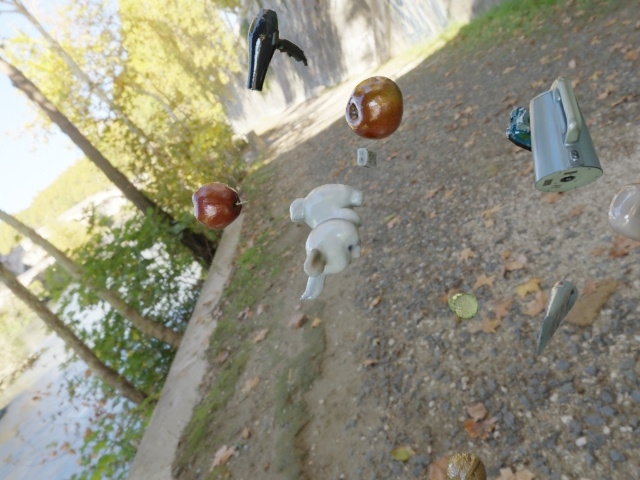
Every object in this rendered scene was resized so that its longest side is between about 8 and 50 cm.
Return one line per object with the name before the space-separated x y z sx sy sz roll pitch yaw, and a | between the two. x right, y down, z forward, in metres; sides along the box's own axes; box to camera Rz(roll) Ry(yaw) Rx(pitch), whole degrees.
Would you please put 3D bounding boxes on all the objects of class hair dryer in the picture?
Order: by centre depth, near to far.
hair dryer | -0.114 -0.554 1.574 0.091 0.236 0.271 21 14 39

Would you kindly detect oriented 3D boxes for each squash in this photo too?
squash | 0.525 0.232 1.927 0.094 0.094 0.224 -33 -2 5

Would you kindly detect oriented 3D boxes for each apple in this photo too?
apple | 0.182 -0.455 1.776 0.173 0.211 0.235 -15 -30 -14

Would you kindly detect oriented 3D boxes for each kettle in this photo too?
kettle | 0.619 -0.274 1.325 0.159 0.244 0.210 -8 -16 14

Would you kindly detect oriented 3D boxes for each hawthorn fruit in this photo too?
hawthorn fruit | -0.259 -0.085 1.305 0.140 0.125 0.125 32 57 25

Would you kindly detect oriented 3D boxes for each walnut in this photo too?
walnut | 0.373 0.598 1.318 0.105 0.105 0.124 -28 -16 22

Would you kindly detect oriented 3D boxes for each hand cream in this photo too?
hand cream | 0.653 0.195 1.437 0.077 0.125 0.340 19 29 31

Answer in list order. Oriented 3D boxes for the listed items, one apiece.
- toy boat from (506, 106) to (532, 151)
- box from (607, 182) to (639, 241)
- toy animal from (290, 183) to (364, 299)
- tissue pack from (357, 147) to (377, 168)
toy boat | 0.792 -0.366 1.768 0.092 0.298 0.134 169 115 -74
box | 0.839 -0.070 1.337 0.088 0.200 0.146 36 109 66
toy animal | 0.010 -0.002 1.607 0.240 0.196 0.368 3 52 5
tissue pack | 0.167 -0.293 1.836 0.042 0.062 0.083 0 -2 34
